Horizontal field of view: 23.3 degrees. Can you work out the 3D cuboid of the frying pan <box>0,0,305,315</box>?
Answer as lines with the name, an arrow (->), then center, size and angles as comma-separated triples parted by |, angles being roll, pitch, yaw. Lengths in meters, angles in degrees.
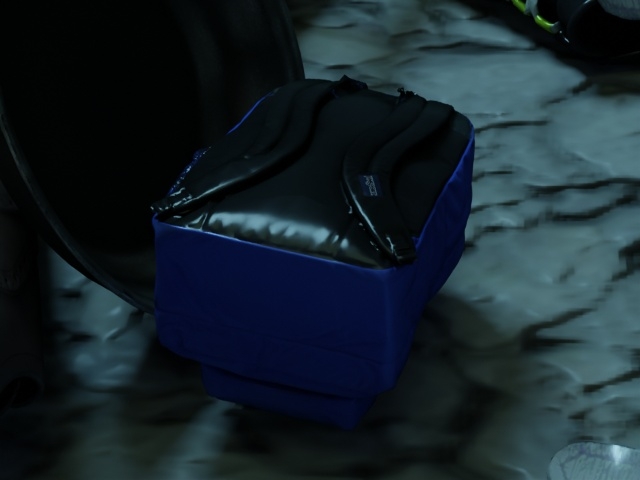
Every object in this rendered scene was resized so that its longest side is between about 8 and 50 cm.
frying pan -> -0.057, -0.118, 0.626 | 0.053, 0.197, 0.326 | -12, 51, 31

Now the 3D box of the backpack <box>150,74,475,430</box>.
backpack -> 0.000, 0.000, 0.563 | 0.098, 0.101, 0.120 | 16, 40, 13

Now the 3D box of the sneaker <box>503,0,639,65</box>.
sneaker -> 0.119, -0.134, 0.722 | 0.234, 0.084, 0.097 | 14, 45, 22

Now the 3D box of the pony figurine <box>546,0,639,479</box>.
pony figurine -> 0.220, 0.004, 0.395 | 0.363, 0.303, 0.351 | -1, 3, -34

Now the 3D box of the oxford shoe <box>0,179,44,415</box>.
oxford shoe -> -0.146, 0.018, 0.565 | 0.097, 0.098, 0.271 | -23, 16, 8
